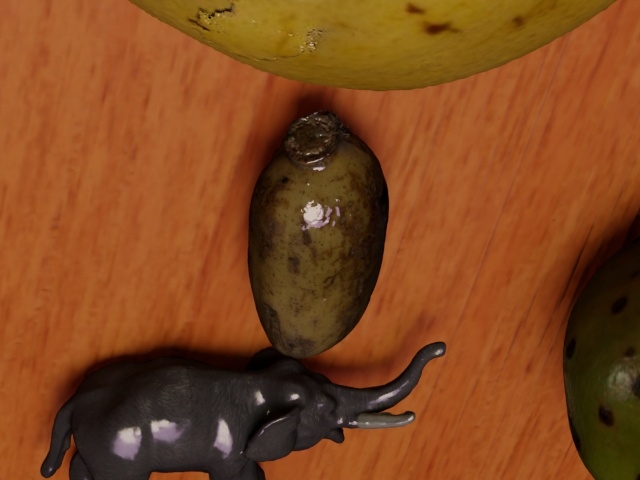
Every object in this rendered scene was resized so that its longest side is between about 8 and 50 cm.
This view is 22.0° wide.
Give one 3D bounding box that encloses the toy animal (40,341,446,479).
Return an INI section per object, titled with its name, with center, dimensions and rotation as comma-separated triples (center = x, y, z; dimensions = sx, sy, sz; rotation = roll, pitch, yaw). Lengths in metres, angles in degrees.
[toy animal]
center = -0.051, 0.133, 1.088
dimensions = 0.269, 0.082, 0.137
rotation = -6, 127, -5

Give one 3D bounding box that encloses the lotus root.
[lotus root]
center = 0.000, 0.000, 0.998
dimensions = 0.080, 0.089, 0.179
rotation = 17, 132, 17

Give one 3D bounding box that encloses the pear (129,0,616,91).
[pear]
center = 0.022, -0.228, 0.703
dimensions = 0.348, 0.348, 0.348
rotation = -5, 126, -7

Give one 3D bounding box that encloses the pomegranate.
[pomegranate]
center = 0.291, 0.103, 1.051
dimensions = 0.231, 0.231, 0.286
rotation = -37, 133, 16
